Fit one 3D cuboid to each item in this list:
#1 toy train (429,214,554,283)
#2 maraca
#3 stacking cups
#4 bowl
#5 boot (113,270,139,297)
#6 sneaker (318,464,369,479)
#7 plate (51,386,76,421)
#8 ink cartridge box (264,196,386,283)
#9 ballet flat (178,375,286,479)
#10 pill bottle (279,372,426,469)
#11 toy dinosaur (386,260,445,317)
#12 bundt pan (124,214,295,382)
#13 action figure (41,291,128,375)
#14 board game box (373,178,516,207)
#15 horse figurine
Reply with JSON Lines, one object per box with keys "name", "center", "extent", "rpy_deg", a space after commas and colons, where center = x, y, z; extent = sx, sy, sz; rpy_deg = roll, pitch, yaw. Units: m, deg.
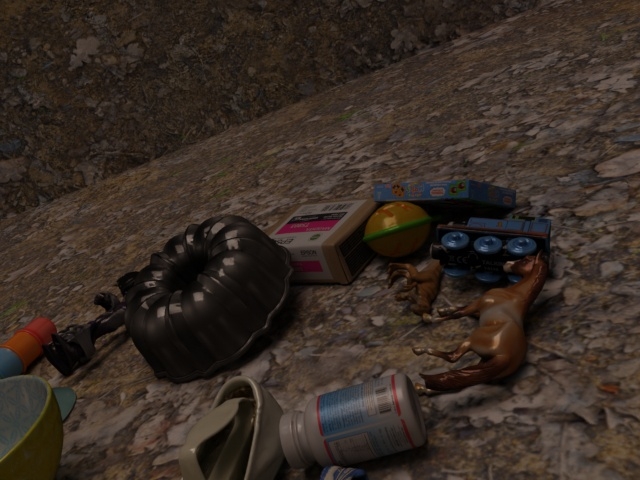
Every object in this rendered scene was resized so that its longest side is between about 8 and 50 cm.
{"name": "toy train", "center": [0.264, 0.010, 0.996], "extent": [0.184, 0.080, 0.105], "rpy_deg": [5, 36, 24]}
{"name": "maraca", "center": [0.151, -0.023, 1.194], "extent": [0.127, 0.099, 0.185], "rpy_deg": [-15, 0, 34]}
{"name": "stacking cups", "center": [-0.654, 0.259, 1.320], "extent": [0.095, 0.096, 0.316], "rpy_deg": [-13, 24, 23]}
{"name": "bowl", "center": [-0.466, 0.336, 0.885], "extent": [0.289, 0.156, 0.289], "rpy_deg": [-20, 22, 8]}
{"name": "boot", "center": [-0.430, 0.094, 1.551], "extent": [0.121, 0.045, 0.099], "rpy_deg": [-30, 20, -15]}
{"name": "sneaker", "center": [0.023, 0.285, 0.674], "extent": [0.058, 0.052, 0.135], "rpy_deg": [-12, 25, 15]}
{"name": "plate", "center": [-0.529, 0.319, 1.161], "extent": [0.188, 0.024, 0.188], "rpy_deg": [-19, 23, 8]}
{"name": "ink cartridge box", "center": [0.000, 0.000, 1.291], "extent": [0.234, 0.088, 0.193], "rpy_deg": [-3, 28, 39]}
{"name": "ballet flat", "center": [-0.132, 0.296, 0.692], "extent": [0.139, 0.139, 0.400], "rpy_deg": [-14, 24, 21]}
{"name": "pill bottle", "center": [0.037, 0.217, 0.764], "extent": [0.160, 0.087, 0.087], "rpy_deg": [-18, 23, 12]}
{"name": "toy dinosaur", "center": [0.169, 0.064, 1.050], "extent": [0.112, 0.064, 0.211], "rpy_deg": [17, 39, 18]}
{"name": "bundt pan", "center": [-0.217, 0.080, 1.158], "extent": [0.330, 0.124, 0.331], "rpy_deg": [-25, 34, 19]}
{"name": "action figure", "center": [-0.421, 0.156, 1.333], "extent": [0.185, 0.099, 0.285], "rpy_deg": [-13, 18, 44]}
{"name": "board game box", "center": [0.231, -0.084, 1.218], "extent": [0.160, 0.039, 0.211], "rpy_deg": [5, -1, -44]}
{"name": "horse figurine", "center": [0.211, 0.119, 0.852], "extent": [0.174, 0.066, 0.263], "rpy_deg": [-17, 20, 29]}
